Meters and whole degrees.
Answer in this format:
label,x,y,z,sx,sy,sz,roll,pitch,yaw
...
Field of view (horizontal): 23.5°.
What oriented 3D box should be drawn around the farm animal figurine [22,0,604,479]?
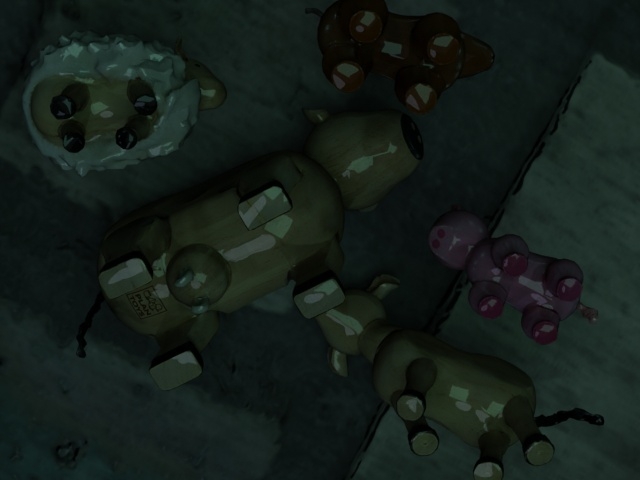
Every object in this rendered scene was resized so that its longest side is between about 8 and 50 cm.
label,x,y,z,sx,sy,sz,roll,pitch,yaw
farm animal figurine,0.000,0.000,0.994,0.326,0.172,0.330,-10,109,2
